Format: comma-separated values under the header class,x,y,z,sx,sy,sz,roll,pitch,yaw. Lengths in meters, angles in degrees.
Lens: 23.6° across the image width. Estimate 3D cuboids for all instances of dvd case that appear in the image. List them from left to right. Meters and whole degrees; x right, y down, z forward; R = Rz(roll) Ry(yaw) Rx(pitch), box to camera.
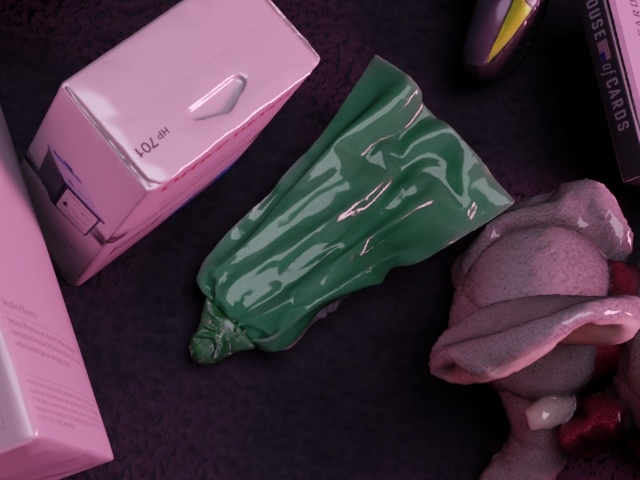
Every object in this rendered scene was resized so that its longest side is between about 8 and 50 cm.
class,x,y,z,sx,sy,sz,roll,pitch,yaw
dvd case,0.279,-0.118,1.132,0.238,0.029,0.179,5,68,-44

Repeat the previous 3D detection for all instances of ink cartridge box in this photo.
class,x,y,z,sx,sy,sz,roll,pitch,yaw
ink cartridge box,-0.101,-0.064,0.925,0.139,0.190,0.082,-40,88,-28

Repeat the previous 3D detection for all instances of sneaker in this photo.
class,x,y,z,sx,sy,sz,roll,pitch,yaw
sneaker,0.123,-0.256,1.145,0.121,0.111,0.300,7,69,4

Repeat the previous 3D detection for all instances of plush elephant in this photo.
class,x,y,z,sx,sy,sz,roll,pitch,yaw
plush elephant,0.192,0.085,0.969,0.272,0.255,0.330,-42,130,-65

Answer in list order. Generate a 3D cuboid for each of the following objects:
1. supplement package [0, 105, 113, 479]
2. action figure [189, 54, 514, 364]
class,x,y,z,sx,sy,sz,roll,pitch,yaw
supplement package,-0.251,0.005,0.823,0.177,0.175,0.293,-20,78,1
action figure,0.000,0.000,1.008,0.232,0.063,0.137,-41,82,-18
